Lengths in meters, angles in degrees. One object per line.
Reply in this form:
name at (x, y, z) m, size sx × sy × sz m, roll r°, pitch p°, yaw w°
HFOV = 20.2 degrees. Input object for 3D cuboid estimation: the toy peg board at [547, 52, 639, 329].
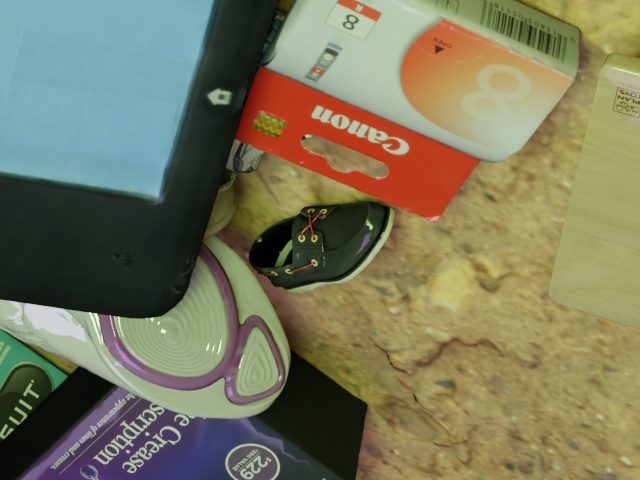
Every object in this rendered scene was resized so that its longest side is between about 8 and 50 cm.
toy peg board at (0.221, -0.026, 0.961) m, size 0.161 × 0.079 × 0.160 m, roll 17°, pitch 130°, yaw 12°

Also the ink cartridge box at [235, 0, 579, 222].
ink cartridge box at (0.037, -0.075, 0.985) m, size 0.145 × 0.045 × 0.179 m, roll 22°, pitch 136°, yaw -11°

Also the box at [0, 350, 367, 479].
box at (-0.120, 0.173, 1.342) m, size 0.184 × 0.103 × 0.261 m, roll 35°, pitch 122°, yaw -19°

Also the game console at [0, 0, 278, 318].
game console at (-0.202, -0.111, 0.941) m, size 0.342 × 0.060 × 0.386 m, roll 12°, pitch 135°, yaw -9°

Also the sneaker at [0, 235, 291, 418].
sneaker at (-0.159, 0.020, 1.181) m, size 0.305 × 0.114 × 0.152 m, roll 28°, pitch 171°, yaw -10°

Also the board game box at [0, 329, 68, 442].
board game box at (-0.207, 0.270, 1.473) m, size 0.336 × 0.254 × 0.079 m, roll 37°, pitch 150°, yaw -17°

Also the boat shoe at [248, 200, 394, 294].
boat shoe at (-0.001, 0.002, 1.154) m, size 0.042 × 0.049 × 0.133 m, roll 31°, pitch 152°, yaw -23°

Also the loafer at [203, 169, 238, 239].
loafer at (-0.159, -0.090, 1.086) m, size 0.268 × 0.102 × 0.092 m, roll 29°, pitch 128°, yaw -14°

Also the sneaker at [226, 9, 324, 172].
sneaker at (-0.022, -0.075, 1.063) m, size 0.058 × 0.052 × 0.135 m, roll 23°, pitch 148°, yaw -2°
